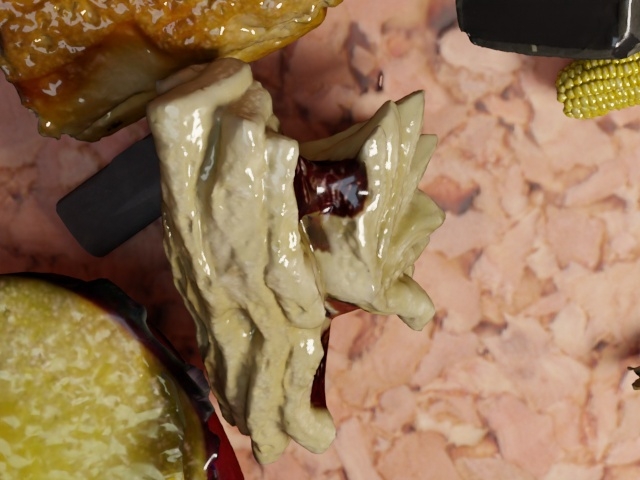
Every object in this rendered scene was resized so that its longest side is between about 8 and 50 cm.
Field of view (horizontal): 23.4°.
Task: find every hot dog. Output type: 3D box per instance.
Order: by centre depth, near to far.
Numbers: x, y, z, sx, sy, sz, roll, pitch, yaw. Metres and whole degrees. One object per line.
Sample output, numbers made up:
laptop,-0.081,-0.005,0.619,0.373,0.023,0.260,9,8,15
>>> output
hot dog,-0.135,-0.307,1.287,0.365,0.196,0.367,-22,114,18

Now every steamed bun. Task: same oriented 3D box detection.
steamed bun,0.000,0.000,1.384,0.189,0.247,0.428,6,132,18

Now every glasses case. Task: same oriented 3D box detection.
glasses case,-0.162,-0.060,1.475,0.190,0.042,0.072,-34,97,19

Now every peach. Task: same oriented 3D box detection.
peach,-0.246,0.229,1.428,0.339,0.353,0.416,-21,116,-11

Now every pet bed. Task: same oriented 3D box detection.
pet bed,0.219,-0.267,1.281,0.183,0.159,0.211,10,116,34

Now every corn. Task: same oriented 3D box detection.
corn,0.306,-0.158,1.353,0.206,0.067,0.067,-19,109,16

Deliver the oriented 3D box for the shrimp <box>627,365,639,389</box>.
shrimp,0.398,0.028,1.423,0.317,0.077,0.168,-40,93,16
